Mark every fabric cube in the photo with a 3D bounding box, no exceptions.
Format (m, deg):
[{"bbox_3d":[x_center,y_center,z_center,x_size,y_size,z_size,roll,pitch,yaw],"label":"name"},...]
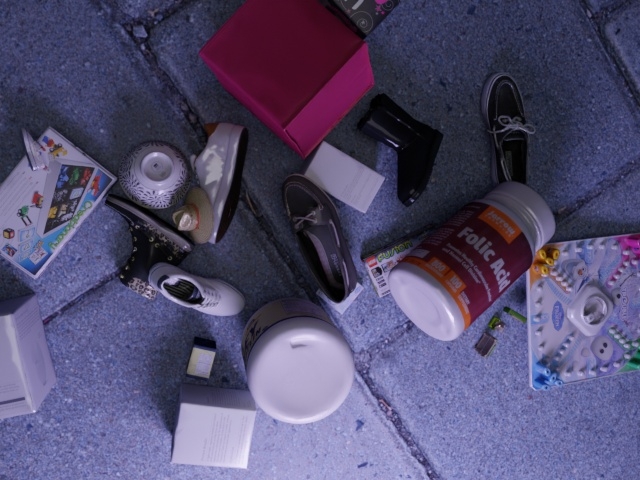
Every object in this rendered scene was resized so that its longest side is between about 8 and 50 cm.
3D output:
[{"bbox_3d":[-0.063,-0.380,1.523,0.258,0.259,0.254,42,89,11],"label":"fabric cube"}]

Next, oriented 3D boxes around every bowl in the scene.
[{"bbox_3d":[-0.384,-0.163,1.603,0.170,0.080,0.170,2,82,-16],"label":"bowl"}]

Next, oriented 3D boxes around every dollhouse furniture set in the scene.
[{"bbox_3d":[0.477,0.252,1.818,0.059,0.076,0.151,32,90,-13],"label":"dollhouse furniture set"}]

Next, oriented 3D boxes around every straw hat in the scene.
[{"bbox_3d":[-0.312,-0.053,1.610,0.061,0.145,0.144,-11,99,-39],"label":"straw hat"}]

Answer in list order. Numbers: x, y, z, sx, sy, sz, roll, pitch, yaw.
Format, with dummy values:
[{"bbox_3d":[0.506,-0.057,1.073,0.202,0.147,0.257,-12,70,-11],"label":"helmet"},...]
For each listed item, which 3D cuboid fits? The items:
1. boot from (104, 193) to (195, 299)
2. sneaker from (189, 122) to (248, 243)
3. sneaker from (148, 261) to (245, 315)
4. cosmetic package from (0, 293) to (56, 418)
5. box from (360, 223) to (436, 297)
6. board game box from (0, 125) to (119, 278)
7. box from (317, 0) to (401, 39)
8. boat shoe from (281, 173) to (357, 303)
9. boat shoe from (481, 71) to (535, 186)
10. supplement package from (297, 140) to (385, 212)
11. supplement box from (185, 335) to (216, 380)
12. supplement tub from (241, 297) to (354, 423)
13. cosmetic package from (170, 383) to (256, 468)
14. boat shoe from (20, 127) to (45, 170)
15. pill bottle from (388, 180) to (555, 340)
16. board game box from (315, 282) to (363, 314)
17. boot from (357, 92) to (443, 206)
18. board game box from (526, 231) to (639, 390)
[{"bbox_3d":[-0.442,0.016,1.632,0.236,0.085,0.178,34,92,-12],"label":"boot"},{"bbox_3d":[-0.259,-0.141,1.650,0.123,0.106,0.289,12,93,9],"label":"sneaker"},{"bbox_3d":[-0.288,0.134,1.636,0.258,0.091,0.094,22,102,-32],"label":"sneaker"},{"bbox_3d":[-0.707,0.257,1.543,0.138,0.224,0.224,-10,98,-9],"label":"cosmetic package"},{"bbox_3d":[0.220,0.051,1.771,0.207,0.036,0.114,-25,100,-6],"label":"box"},{"bbox_3d":[-0.644,-0.088,1.601,0.193,0.053,0.305,39,89,-10],"label":"board game box"},{"bbox_3d":[0.052,-0.591,1.584,0.247,0.163,0.142,43,90,-10],"label":"box"},{"bbox_3d":[0.000,0.000,1.639,0.112,0.095,0.335,-18,113,21],"label":"boat shoe"},{"bbox_3d":[0.479,-0.275,1.742,0.113,0.105,0.306,-3,97,-9],"label":"boat shoe"},{"bbox_3d":[0.048,-0.157,1.683,0.179,0.105,0.105,29,93,-12],"label":"supplement package"},{"bbox_3d":[-0.294,0.290,1.688,0.056,0.083,0.083,15,93,-10],"label":"supplement box"},{"bbox_3d":[-0.063,0.263,1.600,0.236,0.325,0.235,-1,97,-10],"label":"supplement tub"},{"bbox_3d":[-0.263,0.451,1.677,0.184,0.151,0.151,10,94,-11],"label":"cosmetic package"},{"bbox_3d":[-0.647,-0.208,1.549,0.035,0.035,0.100,-20,93,-32],"label":"boat shoe"},{"bbox_3d":[0.374,0.040,1.666,0.392,0.224,0.224,-39,101,-20],"label":"pill bottle"},{"bbox_3d":[0.048,0.127,1.759,0.090,0.020,0.090,40,89,-10],"label":"board game box"},{"bbox_3d":[0.176,-0.224,1.674,0.207,0.094,0.246,29,61,-12],"label":"boot"},{"bbox_3d":[0.733,0.188,1.836,0.390,0.050,0.389,-6,97,-18],"label":"board game box"}]
